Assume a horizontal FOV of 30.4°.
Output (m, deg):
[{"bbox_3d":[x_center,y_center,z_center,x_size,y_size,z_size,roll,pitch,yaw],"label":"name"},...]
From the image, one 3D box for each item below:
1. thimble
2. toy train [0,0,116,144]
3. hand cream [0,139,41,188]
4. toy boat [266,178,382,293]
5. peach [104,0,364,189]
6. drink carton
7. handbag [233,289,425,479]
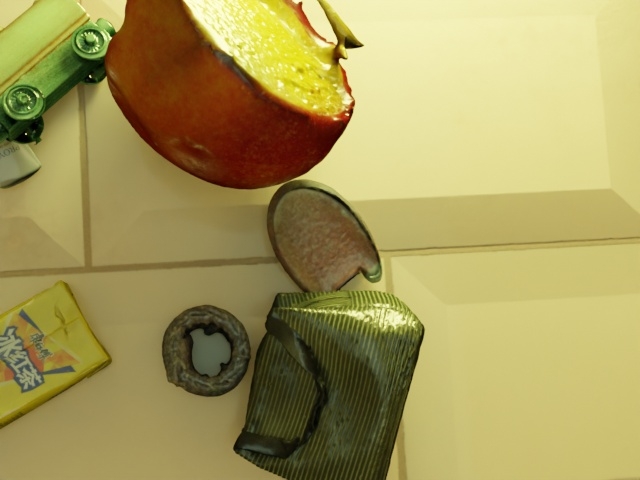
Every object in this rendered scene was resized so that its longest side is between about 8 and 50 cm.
[{"bbox_3d":[-0.185,0.179,1.903,0.150,0.098,0.150,1,83,-7],"label":"thimble"},{"bbox_3d":[-0.464,-0.284,1.901,0.177,0.116,0.285,41,68,4],"label":"toy train"},{"bbox_3d":[-0.552,-0.206,1.928,0.079,0.048,0.255,-31,89,-12],"label":"hand cream"},{"bbox_3d":[0.000,0.000,1.965,0.155,0.085,0.227,-36,100,-1],"label":"toy boat"},{"bbox_3d":[-0.153,-0.262,1.851,0.406,0.310,0.335,39,43,-12],"label":"peach"},{"bbox_3d":[-0.518,0.217,1.855,0.351,0.111,0.154,-31,89,-10],"label":"drink carton"},{"bbox_3d":[0.006,0.234,1.844,0.240,0.247,0.340,13,92,-3],"label":"handbag"}]
